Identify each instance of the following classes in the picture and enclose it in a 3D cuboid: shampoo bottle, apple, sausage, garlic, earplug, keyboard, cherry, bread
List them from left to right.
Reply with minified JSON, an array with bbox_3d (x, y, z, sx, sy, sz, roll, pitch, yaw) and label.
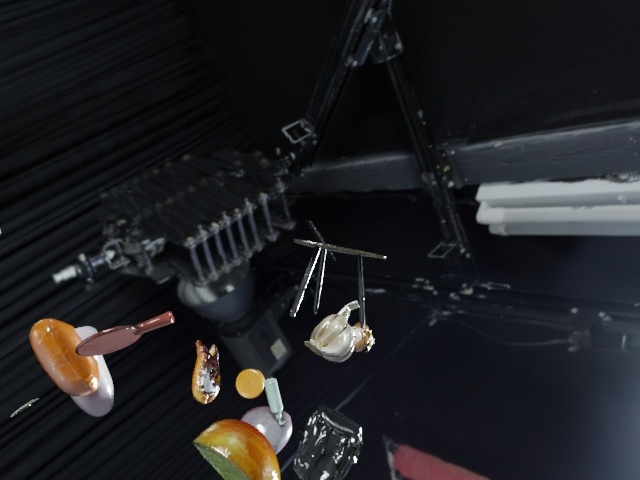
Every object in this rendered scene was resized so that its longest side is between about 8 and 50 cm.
[{"bbox_3d":[-0.741,0.341,1.511,0.133,0.133,0.259,-16,-74,57],"label":"sausage"},{"bbox_3d":[-0.779,0.460,1.734,0.172,0.172,0.302,12,-58,48],"label":"earplug"},{"bbox_3d":[-0.490,0.563,2.215,0.139,0.095,0.269,41,29,-47],"label":"bread"},{"bbox_3d":[-0.243,0.713,1.677,0.346,0.179,0.254,56,-8,-16],"label":"apple"},{"bbox_3d":[-0.240,0.814,2.216,0.213,0.265,0.184,53,-32,35],"label":"cherry"},{"bbox_3d":[-0.187,0.671,2.153,0.056,0.056,0.195,-6,-82,55],"label":"shampoo bottle"},{"bbox_3d":[0.002,-0.001,2.143,0.197,0.015,0.074,58,-11,-11],"label":"keyboard"},{"bbox_3d":[0.055,0.257,1.476,0.127,0.194,0.131,36,-29,8],"label":"garlic"}]

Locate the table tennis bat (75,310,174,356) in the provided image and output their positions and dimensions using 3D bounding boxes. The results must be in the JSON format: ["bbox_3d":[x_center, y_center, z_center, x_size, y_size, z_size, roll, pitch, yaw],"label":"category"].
[{"bbox_3d":[-0.308,0.150,0.826,0.098,0.154,0.019,92,-26,-66],"label":"table tennis bat"}]

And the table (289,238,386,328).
[{"bbox_3d":[0.015,0.142,1.754,0.317,0.317,0.249,7,-94,50],"label":"table"}]

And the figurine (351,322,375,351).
[{"bbox_3d":[0.138,0.477,2.557,0.263,0.142,0.190,2,-36,2],"label":"figurine"}]

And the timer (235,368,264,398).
[{"bbox_3d":[-0.309,0.655,2.431,0.132,0.132,0.152,47,5,11],"label":"timer"}]

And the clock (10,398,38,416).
[{"bbox_3d":[-0.774,0.437,1.364,0.010,0.074,0.083,56,-38,-1],"label":"clock"}]

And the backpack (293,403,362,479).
[{"bbox_3d":[0.019,0.656,1.637,0.206,0.258,0.133,28,-26,5],"label":"backpack"}]
